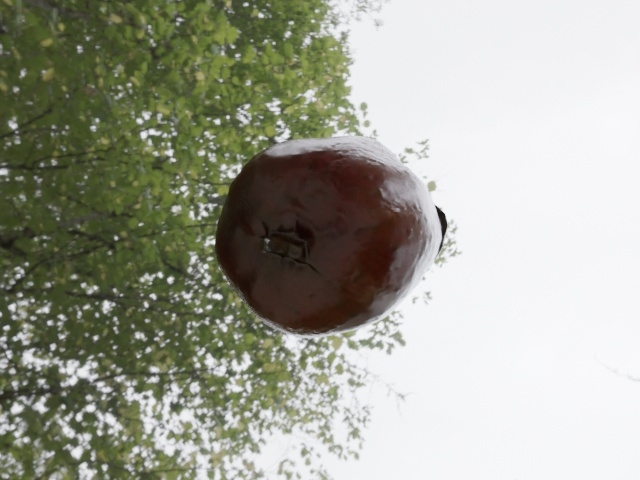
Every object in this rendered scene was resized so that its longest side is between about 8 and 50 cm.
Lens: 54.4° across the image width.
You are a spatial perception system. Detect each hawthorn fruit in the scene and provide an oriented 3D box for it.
[{"bbox_3d":[0.000,0.000,0.596,0.215,0.250,0.215,4,-79,19],"label":"hawthorn fruit"}]
